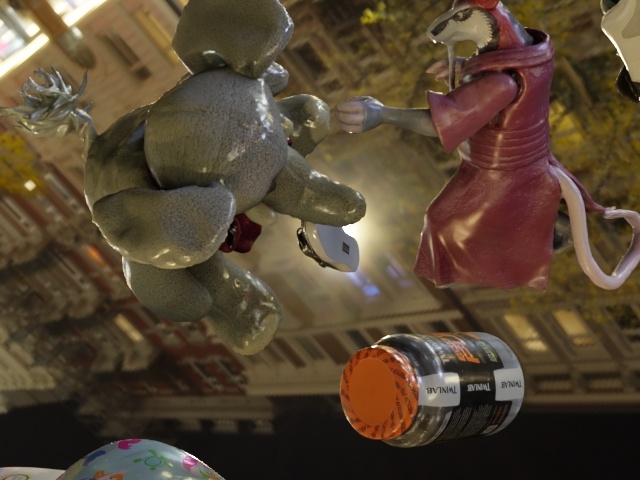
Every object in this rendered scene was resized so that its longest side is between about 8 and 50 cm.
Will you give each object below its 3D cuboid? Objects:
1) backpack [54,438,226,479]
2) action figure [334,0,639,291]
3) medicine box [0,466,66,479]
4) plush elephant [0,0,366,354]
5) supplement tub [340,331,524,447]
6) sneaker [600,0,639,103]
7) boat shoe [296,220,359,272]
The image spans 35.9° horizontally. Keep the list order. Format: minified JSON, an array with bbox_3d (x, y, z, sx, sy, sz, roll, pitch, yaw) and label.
[{"bbox_3d":[-0.157,0.294,0.767,0.253,0.225,0.191,-45,-164,-5],"label":"backpack"},{"bbox_3d":[0.193,-0.102,1.035,0.275,0.370,0.248,17,-136,28],"label":"action figure"},{"bbox_3d":[-0.411,0.465,1.241,0.149,0.289,0.263,1,-175,12],"label":"medicine box"},{"bbox_3d":[-0.083,-0.063,0.852,0.255,0.330,0.272,4,-109,55],"label":"plush elephant"},{"bbox_3d":[0.209,0.276,1.849,0.207,0.338,0.207,-4,-95,44],"label":"supplement tub"},{"bbox_3d":[0.316,-0.167,0.853,0.122,0.330,0.146,-41,-126,-10],"label":"sneaker"},{"bbox_3d":[0.000,0.000,1.590,0.076,0.228,0.080,1,-102,18],"label":"boat shoe"}]
